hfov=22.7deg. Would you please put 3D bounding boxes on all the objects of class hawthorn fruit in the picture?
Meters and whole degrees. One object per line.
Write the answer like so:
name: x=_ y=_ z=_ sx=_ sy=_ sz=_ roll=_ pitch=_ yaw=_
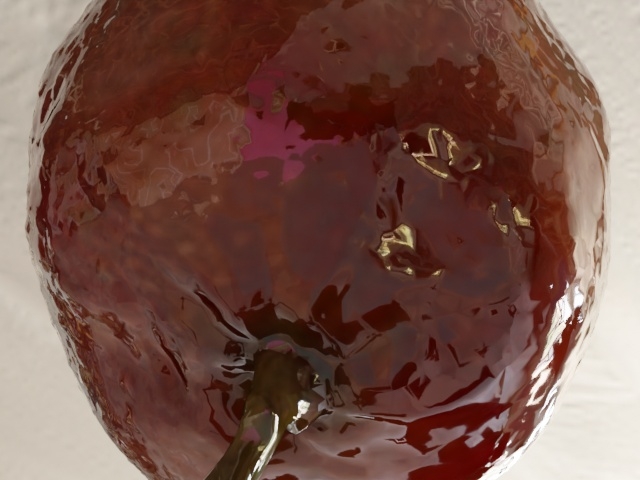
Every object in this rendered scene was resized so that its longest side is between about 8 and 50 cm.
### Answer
hawthorn fruit: x=0.000 y=0.000 z=0.509 sx=0.205 sy=0.253 sz=0.205 roll=1 pitch=-58 yaw=1
